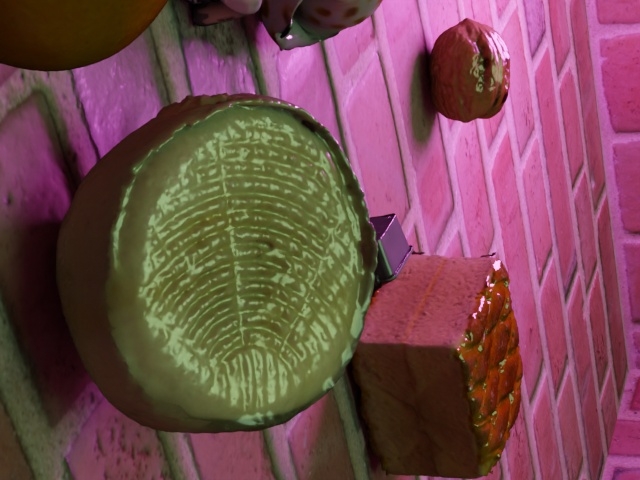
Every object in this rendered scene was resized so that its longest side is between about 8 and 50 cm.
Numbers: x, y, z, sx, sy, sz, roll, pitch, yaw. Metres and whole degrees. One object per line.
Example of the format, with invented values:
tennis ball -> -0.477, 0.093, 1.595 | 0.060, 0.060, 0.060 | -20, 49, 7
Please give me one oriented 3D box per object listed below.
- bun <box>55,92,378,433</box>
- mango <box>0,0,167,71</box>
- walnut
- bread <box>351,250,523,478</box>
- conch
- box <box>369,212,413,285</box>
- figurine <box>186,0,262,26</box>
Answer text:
bun -> -0.122, 0.026, 1.419 | 0.364, 0.202, 0.364 | -3, 94, -44
mango -> -0.224, -0.345, 1.169 | 0.300, 0.232, 0.445 | 58, 32, -45
walnut -> 0.264, -0.304, 2.437 | 0.155, 0.155, 0.184 | -25, 117, -65
bread -> 0.193, 0.200, 2.178 | 0.279, 0.207, 0.279 | -57, 141, -54
conch -> 0.002, -0.349, 1.802 | 0.149, 0.183, 0.275 | 60, 14, 9
box -> 0.084, 0.013, 2.086 | 0.122, 0.084, 0.069 | -55, 131, -56
figurine -> -0.083, -0.367, 1.611 | 0.145, 0.145, 0.222 | 54, 46, -54
